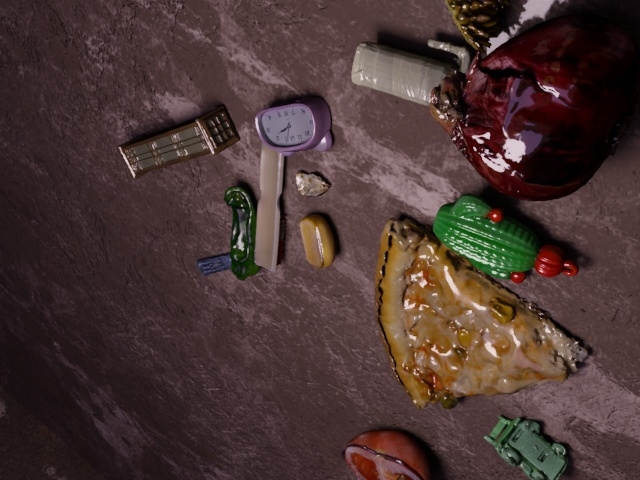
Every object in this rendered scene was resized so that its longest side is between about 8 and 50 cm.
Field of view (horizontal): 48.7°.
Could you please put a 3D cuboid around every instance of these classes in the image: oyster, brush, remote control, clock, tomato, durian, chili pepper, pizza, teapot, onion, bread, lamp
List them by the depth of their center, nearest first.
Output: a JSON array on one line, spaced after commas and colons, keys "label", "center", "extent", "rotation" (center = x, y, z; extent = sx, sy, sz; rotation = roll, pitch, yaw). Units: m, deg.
[{"label": "onion", "center": [0.315, -0.185, 0.980], "extent": [0.281, 0.221, 0.281], "rotation": [12, 134, 13]}, {"label": "durian", "center": [0.207, -0.400, 1.026], "extent": [0.252, 0.144, 0.139], "rotation": [54, 175, -14]}, {"label": "teapot", "center": [0.158, -0.281, 1.152], "extent": [0.200, 0.077, 0.107], "rotation": [24, 112, 26]}, {"label": "clock", "center": [-0.052, -0.215, 1.372], "extent": [0.153, 0.050, 0.110], "rotation": [-3, 110, 37]}, {"label": "pizza", "center": [0.243, 0.200, 1.407], "extent": [0.435, 0.080, 0.392], "rotation": [40, 136, 14]}, {"label": "oyster", "center": [-0.015, -0.115, 1.448], "extent": [0.083, 0.019, 0.054], "rotation": [10, 123, 38]}, {"label": "bread", "center": [0.000, 0.000, 1.487], "extent": [0.082, 0.056, 0.115], "rotation": [5, 110, 59]}, {"label": "brush", "center": [-0.101, -0.081, 1.530], "extent": [0.060, 0.050, 0.321], "rotation": [24, 124, 30]}, {"label": "lamp", "center": [-0.326, -0.216, 1.589], "extent": [0.325, 0.089, 0.090], "rotation": [-7, 115, 43]}, {"label": "chili pepper", "center": [-0.175, -0.011, 1.617], "extent": [0.100, 0.074, 0.257], "rotation": [9, 118, 17]}, {"label": "tomato", "center": [0.173, 0.522, 1.666], "extent": [0.228, 0.112, 0.199], "rotation": [17, 136, 30]}, {"label": "remote control", "center": [-0.257, 0.058, 1.767], "extent": [0.152, 0.027, 0.043], "rotation": [-13, 115, 46]}]

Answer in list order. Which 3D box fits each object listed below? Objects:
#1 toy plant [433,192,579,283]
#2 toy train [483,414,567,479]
[{"label": "toy plant", "center": [0.307, 0.010, 1.220], "extent": [0.240, 0.088, 0.154], "rotation": [35, 149, 0]}, {"label": "toy train", "center": [0.413, 0.419, 1.415], "extent": [0.149, 0.099, 0.081], "rotation": [38, 165, 5]}]
